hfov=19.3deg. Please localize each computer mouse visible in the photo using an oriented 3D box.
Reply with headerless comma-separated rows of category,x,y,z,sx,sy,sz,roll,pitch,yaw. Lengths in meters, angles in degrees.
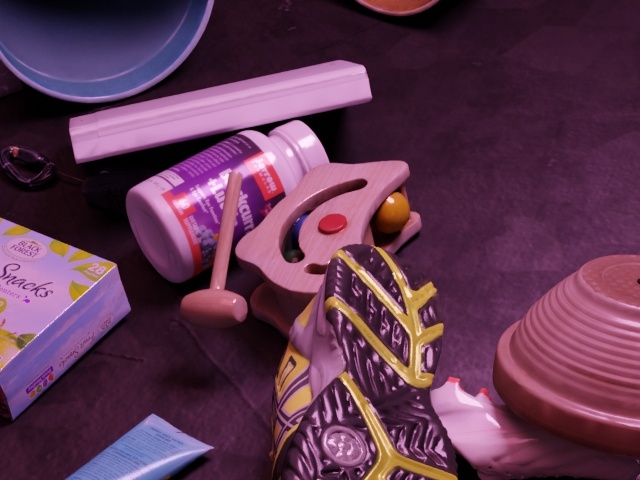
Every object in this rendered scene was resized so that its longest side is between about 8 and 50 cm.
computer mouse,-0.254,-0.075,2.027,0.242,0.041,0.071,13,44,28

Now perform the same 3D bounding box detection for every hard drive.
hard drive,-0.112,-0.139,2.000,0.307,0.040,0.203,-13,9,-6

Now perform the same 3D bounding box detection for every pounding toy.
pounding toy,0.000,0.000,1.779,0.154,0.155,0.269,12,43,33

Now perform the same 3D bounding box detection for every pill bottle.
pill bottle,-0.089,-0.045,1.895,0.193,0.108,0.108,-29,42,-22

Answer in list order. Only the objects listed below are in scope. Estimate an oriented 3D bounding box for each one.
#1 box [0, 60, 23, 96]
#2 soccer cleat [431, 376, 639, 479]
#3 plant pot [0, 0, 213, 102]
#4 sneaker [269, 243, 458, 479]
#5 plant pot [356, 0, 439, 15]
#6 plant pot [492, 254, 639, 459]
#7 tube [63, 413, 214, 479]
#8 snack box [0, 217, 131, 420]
box,-0.489,-0.205,2.235,0.231,0.056,0.183,-22,40,-14
soccer cleat,0.173,0.179,1.595,0.196,0.068,0.076,17,74,22
plant pot,-0.287,-0.330,2.200,0.271,0.272,0.255,-20,30,-12
sneaker,0.024,0.178,1.569,0.145,0.147,0.385,25,39,-10
plant pot,0.153,-0.412,2.243,0.237,0.237,0.254,23,33,35
plant pot,0.269,0.083,1.591,0.237,0.110,0.237,5,22,-2
tube,-0.192,0.218,1.639,0.080,0.052,0.207,28,46,32
snack box,-0.320,0.067,1.837,0.207,0.070,0.174,21,50,33
